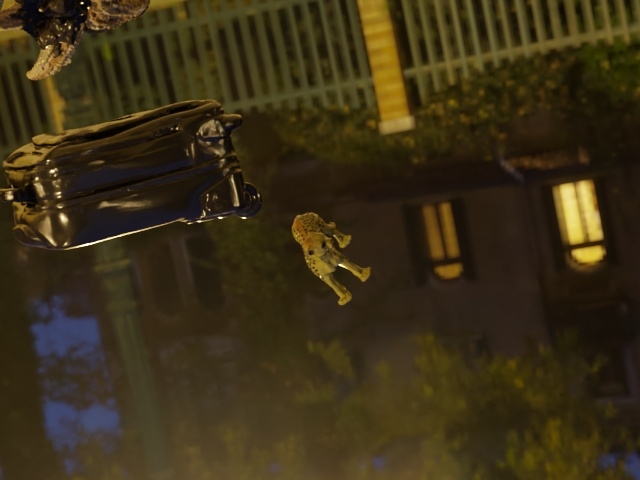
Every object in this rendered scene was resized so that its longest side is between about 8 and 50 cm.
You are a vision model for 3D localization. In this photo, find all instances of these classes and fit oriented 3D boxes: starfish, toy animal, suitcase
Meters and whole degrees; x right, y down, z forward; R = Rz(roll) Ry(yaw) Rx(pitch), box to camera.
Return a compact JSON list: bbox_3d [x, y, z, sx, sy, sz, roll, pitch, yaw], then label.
[{"bbox_3d":[-0.306,-0.291,1.554,0.238,0.216,0.071,-17,-136,-39],"label":"starfish"},{"bbox_3d":[0.000,0.000,1.896,0.073,0.136,0.181,-39,-143,14],"label":"toy animal"},{"bbox_3d":[-0.298,-0.087,1.837,0.339,0.188,0.345,-17,-170,-21],"label":"suitcase"}]

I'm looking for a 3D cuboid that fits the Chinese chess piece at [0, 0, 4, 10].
[{"bbox_3d":[-0.434,-0.274,1.328,0.251,0.250,0.097,-5,161,42],"label":"Chinese chess piece"}]

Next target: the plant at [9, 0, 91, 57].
[{"bbox_3d":[-0.244,-0.248,1.116,0.087,0.174,0.085,-16,-130,-14],"label":"plant"}]
